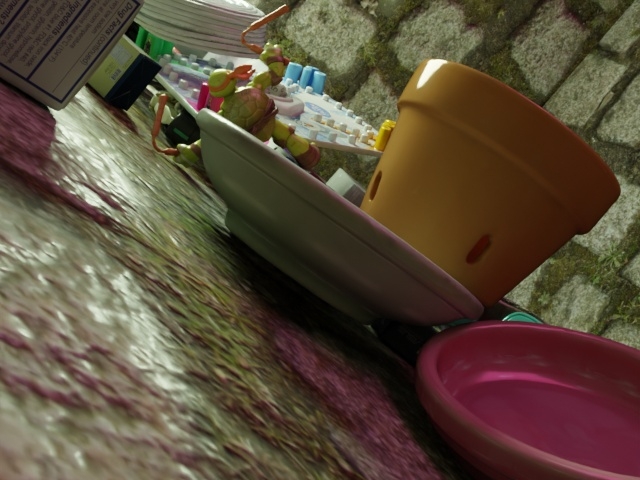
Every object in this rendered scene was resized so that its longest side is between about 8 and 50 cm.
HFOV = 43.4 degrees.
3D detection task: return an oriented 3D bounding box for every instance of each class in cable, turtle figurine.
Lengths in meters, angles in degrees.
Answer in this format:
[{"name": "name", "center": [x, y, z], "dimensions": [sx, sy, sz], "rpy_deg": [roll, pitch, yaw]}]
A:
[{"name": "cable", "center": [-0.215, -0.399, 1.415], "dimensions": [0.257, 0.089, 0.257], "rpy_deg": [11, 22, -22]}, {"name": "turtle figurine", "center": [-0.085, -0.172, 1.109], "dimensions": [0.087, 0.269, 0.217], "rpy_deg": [25, -19, 48]}]

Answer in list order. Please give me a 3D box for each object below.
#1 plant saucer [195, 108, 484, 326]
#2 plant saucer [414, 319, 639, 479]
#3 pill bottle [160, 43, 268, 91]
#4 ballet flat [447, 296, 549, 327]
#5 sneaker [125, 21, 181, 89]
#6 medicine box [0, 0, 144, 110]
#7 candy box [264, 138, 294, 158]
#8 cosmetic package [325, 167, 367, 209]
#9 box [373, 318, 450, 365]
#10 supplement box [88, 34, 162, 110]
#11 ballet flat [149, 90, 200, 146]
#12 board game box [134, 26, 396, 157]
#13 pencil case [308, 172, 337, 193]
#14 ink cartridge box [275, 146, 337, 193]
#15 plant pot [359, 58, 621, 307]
[{"name": "plant saucer", "center": [0.000, 0.000, 0.945], "dimensions": [0.400, 0.100, 0.400], "rpy_deg": [36, 1, -1]}, {"name": "plant saucer", "center": [0.255, 0.184, 0.812], "dimensions": [0.332, 0.084, 0.332], "rpy_deg": [9, 18, -3]}, {"name": "pill bottle", "center": [-0.296, -0.422, 1.761], "dimensions": [0.363, 0.210, 0.210], "rpy_deg": [40, 6, -4]}, {"name": "ballet flat", "center": [0.290, 0.170, 1.447], "dimensions": [0.483, 0.164, 0.182], "rpy_deg": [40, -12, 20]}, {"name": "sneaker", "center": [-0.343, -0.351, 1.506], "dimensions": [0.276, 0.097, 0.135], "rpy_deg": [32, 10, -43]}, {"name": "medicine box", "center": [-0.360, -0.300, 0.787], "dimensions": [0.289, 0.149, 0.263], "rpy_deg": [35, 8, -45]}, {"name": "candy box", "center": [-0.084, -0.217, 1.641], "dimensions": [0.070, 0.196, 0.165], "rpy_deg": [40, 5, -39]}, {"name": "cosmetic package", "center": [0.055, -0.072, 1.796], "dimensions": [0.107, 0.127, 0.238], "rpy_deg": [40, 4, -10]}, {"name": "box", "center": [0.162, 0.149, 1.162], "dimensions": [0.233, 0.059, 0.183], "rpy_deg": [39, 6, -18]}, {"name": "supplement box", "center": [-0.287, -0.244, 1.132], "dimensions": [0.083, 0.083, 0.056], "rpy_deg": [43, 6, 15]}, {"name": "ballet flat", "center": [-0.231, -0.203, 1.266], "dimensions": [0.074, 0.074, 0.203], "rpy_deg": [37, 11, -32]}, {"name": "board game box", "center": [-0.087, -0.255, 1.370], "dimensions": [0.390, 0.050, 0.390], "rpy_deg": [6, 25, -34]}, {"name": "pencil case", "center": [0.025, -0.015, 1.352], "dimensions": [0.236, 0.104, 0.104], "rpy_deg": [47, 9, 33]}, {"name": "ink cartridge box", "center": [-0.016, -0.071, 1.532], "dimensions": [0.203, 0.086, 0.148], "rpy_deg": [38, 7, -26]}, {"name": "plant pot", "center": [0.183, -0.055, 0.991], "dimensions": [0.291, 0.203, 0.291], "rpy_deg": [36, 1, -1]}]
